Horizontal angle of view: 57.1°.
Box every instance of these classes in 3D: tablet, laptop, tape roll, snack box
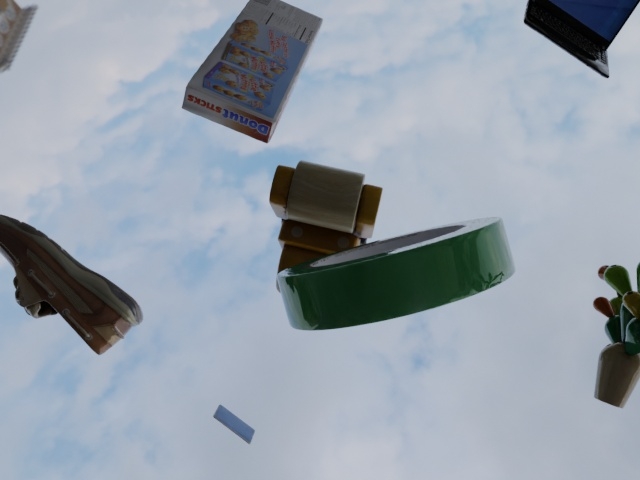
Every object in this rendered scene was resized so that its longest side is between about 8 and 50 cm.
[{"bbox_3d":[-0.155,0.332,1.062,0.083,0.054,0.006,37,-82,-2],"label":"tablet"},{"bbox_3d":[0.612,-0.536,1.356,0.234,0.136,0.264,32,-137,-3],"label":"laptop"},{"bbox_3d":[0.102,0.042,0.826,0.322,0.321,0.077,-15,-87,15],"label":"tape roll"},{"bbox_3d":[-0.045,-0.142,0.454,0.064,0.022,0.178,22,-137,-6],"label":"snack box"}]

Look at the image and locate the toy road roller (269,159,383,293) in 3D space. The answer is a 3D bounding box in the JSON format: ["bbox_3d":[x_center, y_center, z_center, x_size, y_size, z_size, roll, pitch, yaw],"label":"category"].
[{"bbox_3d":[0.000,0.000,1.199,0.203,0.329,0.240,13,-101,5],"label":"toy road roller"}]

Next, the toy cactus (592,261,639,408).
[{"bbox_3d":[0.380,0.111,0.702,0.112,0.219,0.180,19,-91,4],"label":"toy cactus"}]

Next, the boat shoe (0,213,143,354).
[{"bbox_3d":[-0.450,0.070,0.970,0.325,0.123,0.116,32,-110,11],"label":"boat shoe"}]
